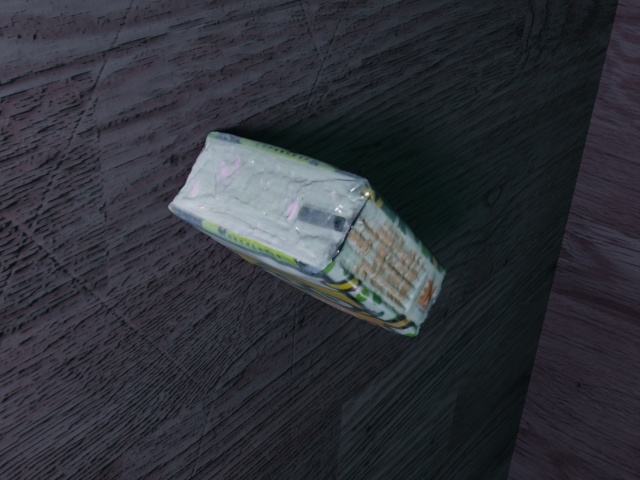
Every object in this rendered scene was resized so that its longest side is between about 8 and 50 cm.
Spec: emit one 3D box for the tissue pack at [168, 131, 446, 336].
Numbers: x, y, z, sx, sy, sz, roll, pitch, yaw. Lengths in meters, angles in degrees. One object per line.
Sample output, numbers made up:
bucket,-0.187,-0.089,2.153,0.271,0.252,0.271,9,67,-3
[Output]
tissue pack,0.000,0.000,1.067,0.127,0.228,0.311,-63,150,-8
